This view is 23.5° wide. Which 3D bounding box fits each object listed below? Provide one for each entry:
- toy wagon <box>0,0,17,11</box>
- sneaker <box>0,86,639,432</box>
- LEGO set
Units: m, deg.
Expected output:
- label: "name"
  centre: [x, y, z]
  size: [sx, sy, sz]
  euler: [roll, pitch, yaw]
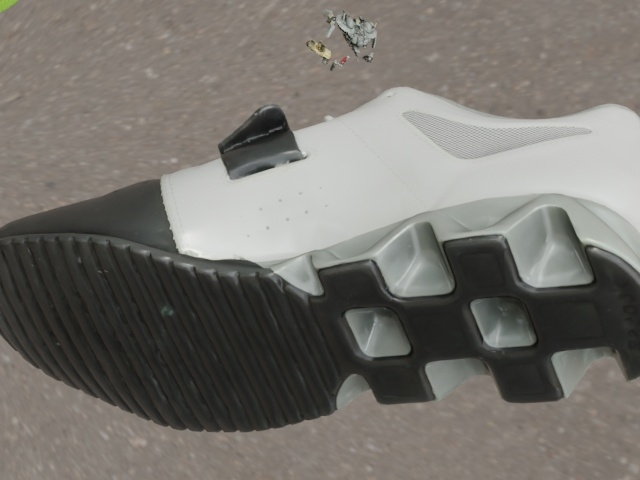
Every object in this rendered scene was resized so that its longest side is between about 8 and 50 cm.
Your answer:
- label: "toy wagon"
  centre: [-0.175, -0.177, 0.523]
  size: [0.345, 0.267, 0.068]
  euler: [-10, 53, 1]
- label: "sneaker"
  centre: [0.000, 0.000, 0.716]
  size: [0.331, 0.146, 0.122]
  euler: [-2, 131, 20]
- label: "LEGO set"
  centre: [0.023, -0.161, 1.210]
  size: [0.054, 0.083, 0.023]
  euler: [34, 128, -10]
